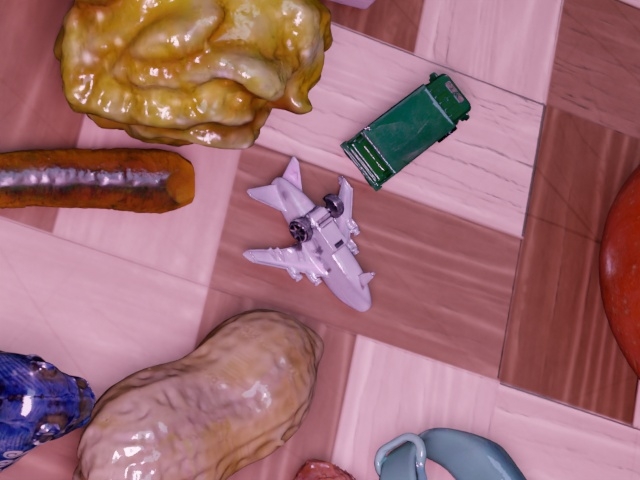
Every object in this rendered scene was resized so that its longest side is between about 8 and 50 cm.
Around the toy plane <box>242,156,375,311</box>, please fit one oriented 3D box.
[{"bbox_3d":[0.000,0.000,1.863,0.171,0.065,0.162,49,51,3],"label":"toy plane"}]

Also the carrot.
[{"bbox_3d":[-0.276,-0.057,1.767,0.314,0.066,0.066,-1,74,-20],"label":"carrot"}]

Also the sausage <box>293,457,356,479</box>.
[{"bbox_3d":[0.074,0.339,1.781,0.078,0.078,0.304,-37,90,-28],"label":"sausage"}]

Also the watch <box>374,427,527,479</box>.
[{"bbox_3d":[0.147,0.287,1.796,0.237,0.068,0.195,58,36,2],"label":"watch"}]

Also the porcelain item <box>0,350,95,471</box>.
[{"bbox_3d":[-0.345,0.142,1.567,0.288,0.186,0.138,19,67,-50],"label":"porcelain item"}]

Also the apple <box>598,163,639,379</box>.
[{"bbox_3d":[0.464,0.037,1.927,0.348,0.277,0.348,7,70,-21],"label":"apple"}]

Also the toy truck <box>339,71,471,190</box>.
[{"bbox_3d":[0.094,-0.119,1.930,0.147,0.079,0.065,-38,90,-30],"label":"toy truck"}]

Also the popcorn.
[{"bbox_3d":[-0.140,-0.236,1.732,0.321,0.325,0.290,-3,60,-17],"label":"popcorn"}]

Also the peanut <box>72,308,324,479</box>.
[{"bbox_3d":[-0.110,0.160,1.708,0.313,0.149,0.149,-34,89,-37],"label":"peanut"}]

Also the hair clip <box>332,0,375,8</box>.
[{"bbox_3d":[-0.084,-0.331,1.916,0.331,0.085,0.101,14,65,-17],"label":"hair clip"}]
